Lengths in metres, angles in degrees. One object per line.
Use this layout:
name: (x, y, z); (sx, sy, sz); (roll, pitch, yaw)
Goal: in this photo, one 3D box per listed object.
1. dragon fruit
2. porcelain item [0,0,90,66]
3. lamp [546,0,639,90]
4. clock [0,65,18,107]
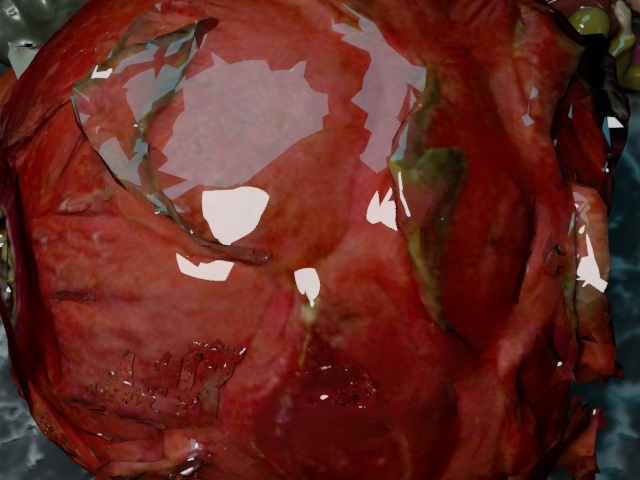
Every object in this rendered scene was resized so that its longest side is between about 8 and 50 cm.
dragon fruit: (0.000, 0.000, 0.751); (0.302, 0.295, 0.295); (-5, 46, -21)
porcelain item: (-0.158, -0.155, 1.034); (0.216, 0.081, 0.069); (-22, 9, -13)
lamp: (0.149, -0.134, 0.973); (0.253, 0.118, 0.118); (-2, 48, 3)
clock: (-0.103, -0.050, 0.952); (0.205, 0.051, 0.205); (-1, 50, 1)
